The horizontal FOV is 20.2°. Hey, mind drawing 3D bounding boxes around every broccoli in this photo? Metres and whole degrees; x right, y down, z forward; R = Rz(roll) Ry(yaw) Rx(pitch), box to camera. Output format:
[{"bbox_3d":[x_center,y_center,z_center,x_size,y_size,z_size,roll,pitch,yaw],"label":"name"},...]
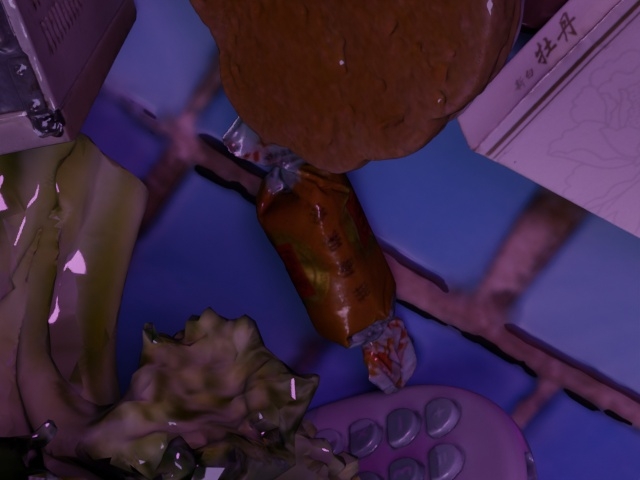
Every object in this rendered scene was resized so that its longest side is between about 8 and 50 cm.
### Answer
[{"bbox_3d":[-0.166,0.111,0.821,0.317,0.338,0.277,-49,131,8],"label":"broccoli"}]

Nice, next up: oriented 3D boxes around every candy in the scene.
[{"bbox_3d":[0.000,0.000,0.858,0.046,0.053,0.182,-12,117,24],"label":"candy"}]

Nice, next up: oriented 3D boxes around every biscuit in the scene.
[{"bbox_3d":[0.004,-0.135,0.737,0.181,0.049,0.208,-22,96,47],"label":"biscuit"}]

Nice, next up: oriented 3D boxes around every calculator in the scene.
[{"bbox_3d":[-0.024,0.170,0.886,0.299,0.185,0.041,-28,128,22],"label":"calculator"}]

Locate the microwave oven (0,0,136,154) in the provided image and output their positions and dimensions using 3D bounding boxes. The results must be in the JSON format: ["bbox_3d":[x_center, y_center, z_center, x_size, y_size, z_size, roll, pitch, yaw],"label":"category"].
[{"bbox_3d":[-0.229,-0.123,0.766,0.240,0.145,0.194,-10,122,15],"label":"microwave oven"}]

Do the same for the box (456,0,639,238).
[{"bbox_3d":[0.168,-0.044,0.778,0.198,0.029,0.109,25,124,-31],"label":"box"}]

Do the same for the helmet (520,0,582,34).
[{"bbox_3d":[0.096,-0.140,0.743,0.098,0.070,0.123,9,123,4],"label":"helmet"}]
